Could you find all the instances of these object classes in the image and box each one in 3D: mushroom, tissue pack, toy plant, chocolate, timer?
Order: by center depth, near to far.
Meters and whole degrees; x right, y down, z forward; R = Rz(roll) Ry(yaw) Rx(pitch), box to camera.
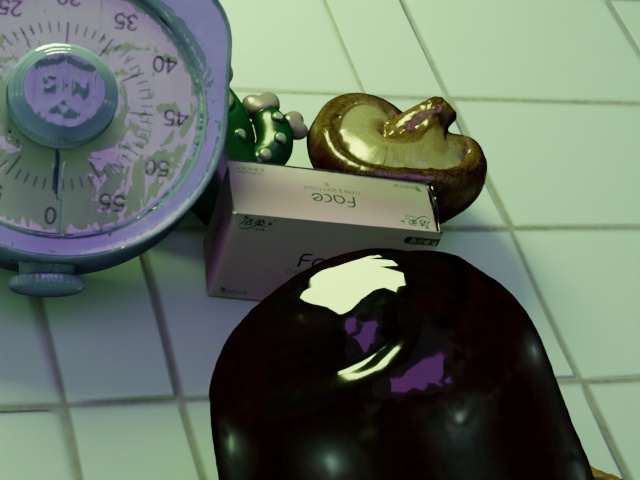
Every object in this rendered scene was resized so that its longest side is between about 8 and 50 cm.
[{"bbox_3d":[0.067,0.184,1.430,0.384,0.331,0.383,-10,36,8],"label":"chocolate"},{"bbox_3d":[-0.285,-0.128,1.714,0.395,0.173,0.394,3,79,-16],"label":"timer"},{"bbox_3d":[0.000,0.000,1.820,0.246,0.148,0.092,5,46,-16],"label":"tissue pack"},{"bbox_3d":[-0.151,-0.130,1.909,0.243,0.112,0.232,36,53,13],"label":"toy plant"},{"bbox_3d":[0.088,-0.090,1.968,0.231,0.138,0.194,33,56,27],"label":"mushroom"}]

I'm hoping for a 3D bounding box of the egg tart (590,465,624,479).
[{"bbox_3d":[0.257,0.358,1.585,0.294,0.123,0.294,10,46,-11],"label":"egg tart"}]
